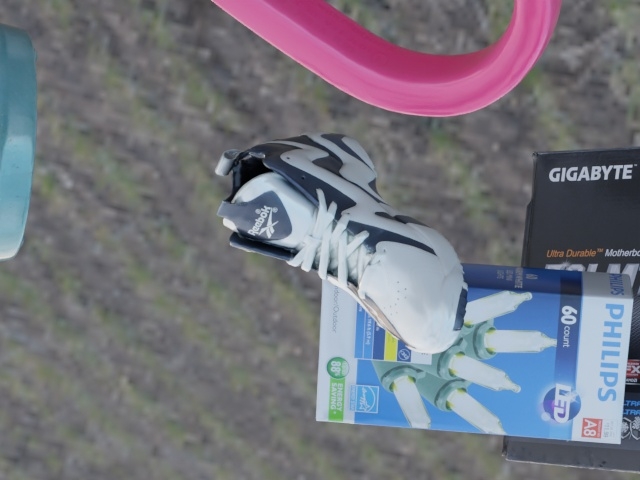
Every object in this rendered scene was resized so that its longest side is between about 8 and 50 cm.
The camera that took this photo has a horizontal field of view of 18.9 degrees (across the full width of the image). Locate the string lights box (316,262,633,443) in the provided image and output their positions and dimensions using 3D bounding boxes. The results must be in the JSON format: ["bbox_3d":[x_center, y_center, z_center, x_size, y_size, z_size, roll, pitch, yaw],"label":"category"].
[{"bbox_3d":[0.131,0.091,1.639,0.259,0.133,0.077,4,-165,6],"label":"string lights box"}]

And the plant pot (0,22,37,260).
[{"bbox_3d":[-0.314,-0.076,1.395,0.196,0.293,0.293,4,161,-18],"label":"plant pot"}]

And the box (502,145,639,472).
[{"bbox_3d":[0.308,0.062,1.701,0.295,0.293,0.073,1,172,42],"label":"box"}]

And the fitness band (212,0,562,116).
[{"bbox_3d":[0.018,-0.198,1.194,0.291,0.054,0.209,35,137,-1],"label":"fitness band"}]

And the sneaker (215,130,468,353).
[{"bbox_3d":[0.000,0.000,1.464,0.153,0.235,0.094,0,136,-37],"label":"sneaker"}]
